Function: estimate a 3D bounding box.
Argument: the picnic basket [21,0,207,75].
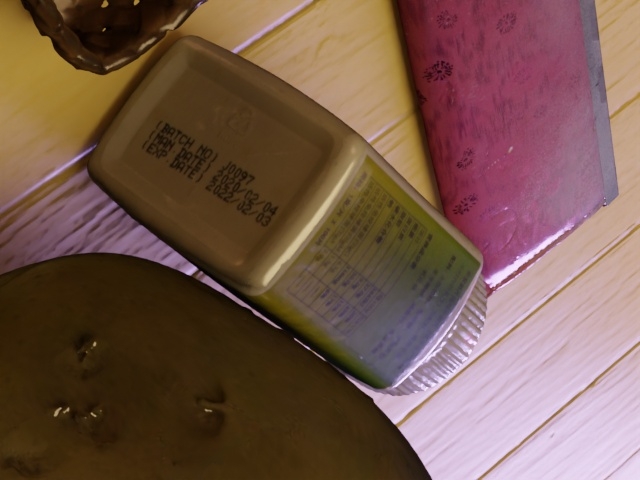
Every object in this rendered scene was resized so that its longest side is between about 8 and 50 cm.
[{"bbox_3d":[-0.056,-0.162,0.730,0.193,0.055,0.110,-43,138,-14],"label":"picnic basket"}]

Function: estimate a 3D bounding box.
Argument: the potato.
[{"bbox_3d":[-0.058,0.144,0.785,0.221,0.243,0.326,-56,142,-22],"label":"potato"}]

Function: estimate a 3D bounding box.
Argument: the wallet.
[{"bbox_3d":[0.104,-0.077,0.969,0.119,0.025,0.232,-38,137,-21],"label":"wallet"}]

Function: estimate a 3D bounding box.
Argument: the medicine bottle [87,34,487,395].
[{"bbox_3d":[0.000,0.000,0.834,0.088,0.132,0.188,-54,141,-3],"label":"medicine bottle"}]
